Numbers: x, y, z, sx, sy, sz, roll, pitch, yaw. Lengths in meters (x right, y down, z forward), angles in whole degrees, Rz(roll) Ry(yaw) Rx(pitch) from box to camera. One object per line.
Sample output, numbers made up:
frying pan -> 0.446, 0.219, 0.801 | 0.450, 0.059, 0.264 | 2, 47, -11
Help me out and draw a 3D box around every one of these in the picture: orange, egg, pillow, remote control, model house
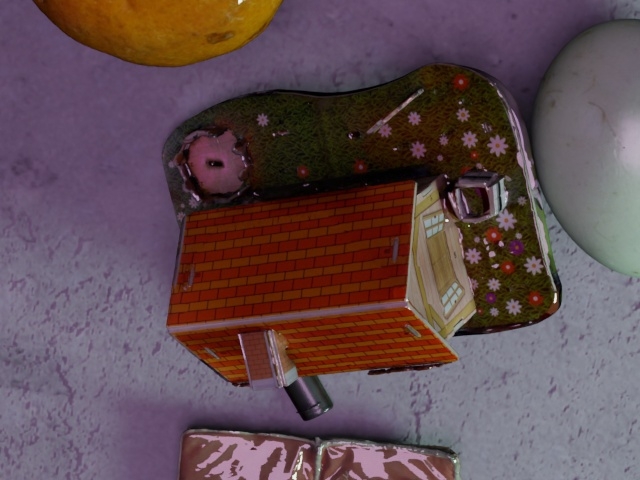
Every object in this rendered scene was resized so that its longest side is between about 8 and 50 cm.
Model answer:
orange -> -0.113, -0.233, 1.309 | 0.224, 0.170, 0.224 | 2, 99, 11
egg -> 0.228, -0.065, 1.343 | 0.149, 0.149, 0.192 | -11, 110, 7
pillow -> -0.004, 0.212, 1.493 | 0.232, 0.043, 0.126 | 3, 107, 4
remote control -> -0.024, 0.102, 1.477 | 0.034, 0.016, 0.091 | -28, 101, 10
model house -> -0.001, 0.001, 1.334 | 0.293, 0.154, 0.207 | -8, 104, 26
